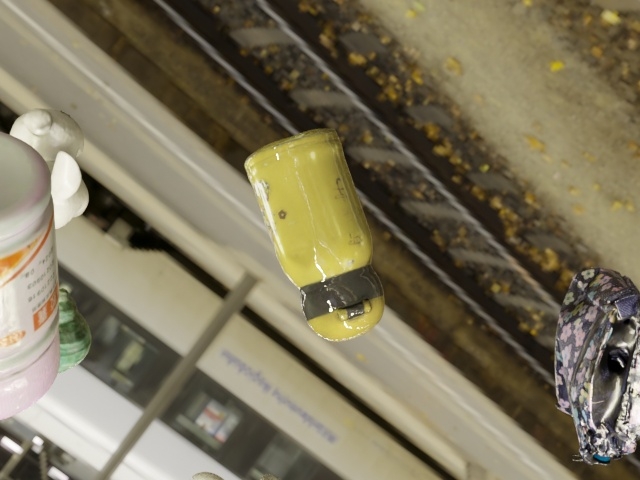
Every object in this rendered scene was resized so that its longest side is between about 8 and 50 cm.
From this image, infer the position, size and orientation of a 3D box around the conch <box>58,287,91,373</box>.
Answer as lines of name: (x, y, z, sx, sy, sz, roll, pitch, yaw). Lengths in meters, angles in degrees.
conch: (-0.460, 0.167, 1.807, 0.122, 0.188, 0.176, 54, -163, -10)

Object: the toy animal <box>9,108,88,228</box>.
toy animal: (-0.456, -0.125, 1.826, 0.128, 0.193, 0.178, -3, 142, -7)

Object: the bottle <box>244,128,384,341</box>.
bottle: (0.000, 0.000, 1.866, 0.171, 0.172, 0.351, 140, 112, -79)

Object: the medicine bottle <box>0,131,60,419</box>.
medicine bottle: (-0.417, 0.045, 1.314, 0.202, 0.202, 0.315, 32, 136, 24)

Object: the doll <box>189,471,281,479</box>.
doll: (-0.007, 0.524, 1.789, 0.376, 0.187, 0.365, -3, -136, -32)

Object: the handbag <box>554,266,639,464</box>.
handbag: (0.358, 0.150, 1.349, 0.127, 0.228, 0.208, 4, -166, 0)
